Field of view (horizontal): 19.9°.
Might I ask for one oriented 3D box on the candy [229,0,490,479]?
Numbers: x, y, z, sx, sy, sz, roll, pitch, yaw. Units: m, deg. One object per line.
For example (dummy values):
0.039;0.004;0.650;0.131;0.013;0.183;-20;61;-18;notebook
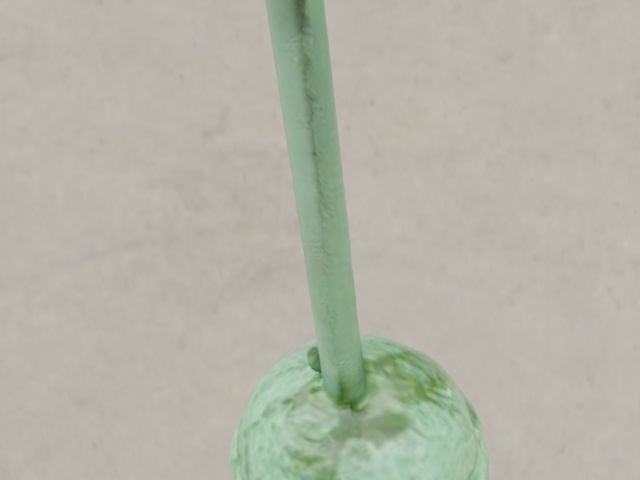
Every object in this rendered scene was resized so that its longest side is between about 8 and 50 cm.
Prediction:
0.000;0.000;0.699;0.119;0.440;0.119;-4;48;5;candy
